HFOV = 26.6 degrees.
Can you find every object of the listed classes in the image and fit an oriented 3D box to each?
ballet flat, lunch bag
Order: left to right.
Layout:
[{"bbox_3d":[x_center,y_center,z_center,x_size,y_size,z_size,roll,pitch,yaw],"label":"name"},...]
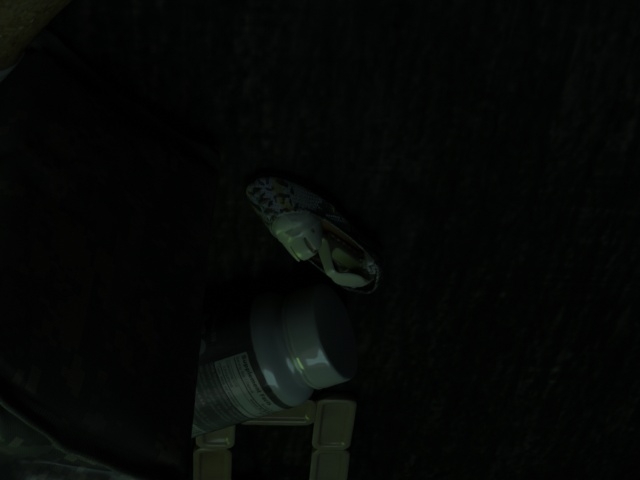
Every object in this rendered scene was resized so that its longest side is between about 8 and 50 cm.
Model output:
[{"bbox_3d":[-0.204,0.068,0.741,0.287,0.235,0.169,-30,130,31],"label":"lunch bag"},{"bbox_3d":[0.000,0.000,0.821,0.041,0.041,0.114,-30,133,30],"label":"ballet flat"}]

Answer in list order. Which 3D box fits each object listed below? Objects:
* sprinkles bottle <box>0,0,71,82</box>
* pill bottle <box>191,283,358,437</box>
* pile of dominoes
[{"bbox_3d":[-0.236,-0.068,0.634,0.121,0.121,0.355,31,123,-34],"label":"sprinkles bottle"},{"bbox_3d":[-0.050,0.079,0.885,0.137,0.078,0.078,-20,138,20],"label":"pill bottle"},{"bbox_3d":[-0.080,0.191,1.074,0.196,0.040,0.251,2,132,-4],"label":"pile of dominoes"}]
